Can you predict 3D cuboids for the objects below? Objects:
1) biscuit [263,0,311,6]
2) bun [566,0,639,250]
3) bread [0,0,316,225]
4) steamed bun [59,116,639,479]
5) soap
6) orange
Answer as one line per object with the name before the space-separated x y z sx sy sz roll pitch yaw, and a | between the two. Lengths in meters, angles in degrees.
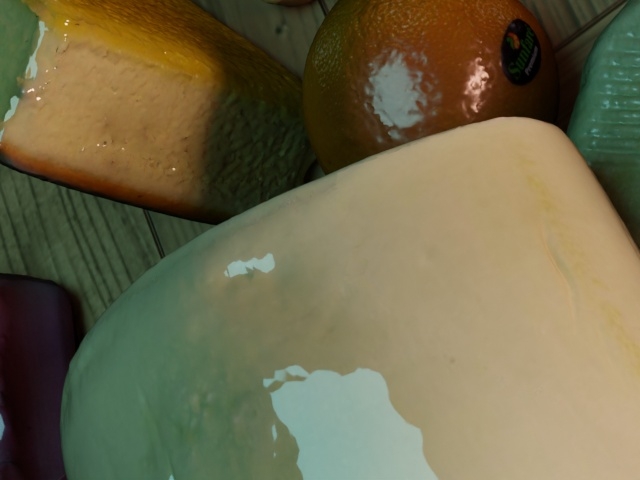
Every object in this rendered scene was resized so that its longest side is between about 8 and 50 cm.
biscuit | 0.010 -0.374 1.485 0.275 0.052 0.355 -2 84 38
bun | 0.270 -0.073 1.194 0.204 0.126 0.212 27 96 37
bread | -0.199 -0.147 1.450 0.323 0.333 0.143 38 105 39
steamed bun | 0.021 0.161 1.136 0.456 0.290 0.371 -40 58 35
soap | -0.314 0.185 1.623 0.220 0.127 0.325 -24 69 33
orange | 0.080 -0.100 1.306 0.206 0.206 0.206 -5 81 38
